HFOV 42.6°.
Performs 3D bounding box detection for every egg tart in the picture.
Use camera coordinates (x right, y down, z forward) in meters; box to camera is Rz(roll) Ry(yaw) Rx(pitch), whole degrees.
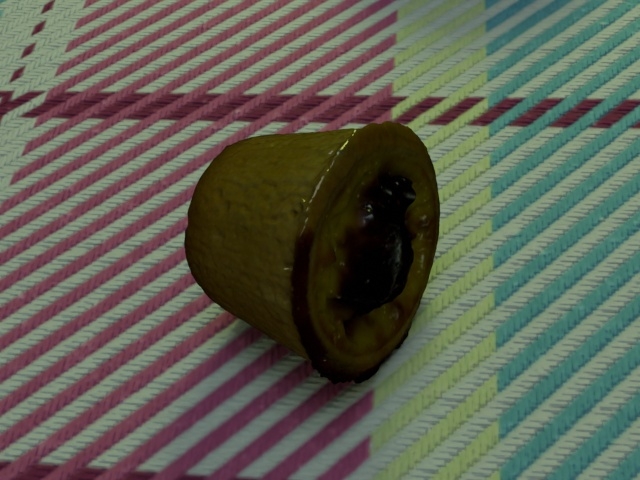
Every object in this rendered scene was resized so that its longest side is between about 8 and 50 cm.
[{"bbox_3d":[0.000,0.000,0.681,0.171,0.215,0.215,14,54,35],"label":"egg tart"}]
